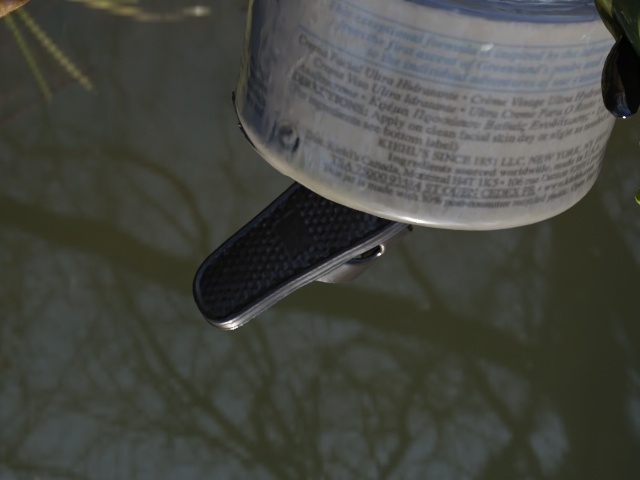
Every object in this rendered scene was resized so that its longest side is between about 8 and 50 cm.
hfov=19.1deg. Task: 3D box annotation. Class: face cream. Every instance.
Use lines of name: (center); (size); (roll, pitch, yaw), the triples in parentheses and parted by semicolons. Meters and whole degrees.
face cream: (0.056, -0.109, 0.844); (0.177, 0.177, 0.153); (7, 122, -11)

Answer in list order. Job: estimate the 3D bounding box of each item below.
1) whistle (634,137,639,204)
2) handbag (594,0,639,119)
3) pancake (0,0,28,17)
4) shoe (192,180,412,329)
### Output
whistle: (0.286, -0.006, 1.357); (0.141, 0.141, 0.294); (1, 114, -6)
handbag: (0.094, -0.064, 0.469); (0.047, 0.111, 0.072); (19, 116, -36)
pancake: (-0.278, -0.162, 1.206); (0.212, 0.257, 0.056); (18, 147, 38)
shoe: (0.000, 0.000, 1.076); (0.159, 0.062, 0.053); (-33, 151, 15)
